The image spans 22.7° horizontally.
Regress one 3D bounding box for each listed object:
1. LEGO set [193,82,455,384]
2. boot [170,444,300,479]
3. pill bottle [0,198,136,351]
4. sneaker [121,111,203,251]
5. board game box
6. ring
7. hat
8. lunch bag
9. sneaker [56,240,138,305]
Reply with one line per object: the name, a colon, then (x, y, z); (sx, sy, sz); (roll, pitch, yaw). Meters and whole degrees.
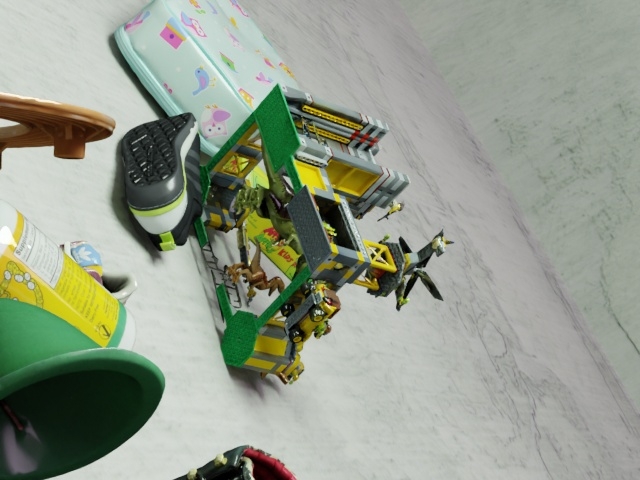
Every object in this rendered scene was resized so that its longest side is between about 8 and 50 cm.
LEGO set: (0.000, 0.000, 1.756); (0.192, 0.255, 0.331); (17, 31, -37)
boot: (-0.133, 0.205, 1.168); (0.236, 0.178, 0.085); (31, 30, -54)
pill bottle: (-0.254, 0.040, 1.255); (0.208, 0.117, 0.118); (46, 20, -28)
sneaker: (-0.172, -0.060, 1.749); (0.235, 0.084, 0.097); (-85, 161, -62)
board game box: (-0.054, -0.019, 1.985); (0.181, 0.043, 0.092); (46, 20, -27)
ring: (-0.306, -0.073, 1.070); (0.336, 0.336, 0.032); (6, 86, -67)
hat: (-0.236, 0.060, 1.186); (0.208, 0.173, 0.184); (33, 25, -58)
lunch bag: (-0.141, -0.225, 2.024); (0.224, 0.108, 0.279); (49, 17, -2)
sneaker: (-0.238, 0.024, 1.377); (0.185, 0.084, 0.070); (28, 32, -55)
